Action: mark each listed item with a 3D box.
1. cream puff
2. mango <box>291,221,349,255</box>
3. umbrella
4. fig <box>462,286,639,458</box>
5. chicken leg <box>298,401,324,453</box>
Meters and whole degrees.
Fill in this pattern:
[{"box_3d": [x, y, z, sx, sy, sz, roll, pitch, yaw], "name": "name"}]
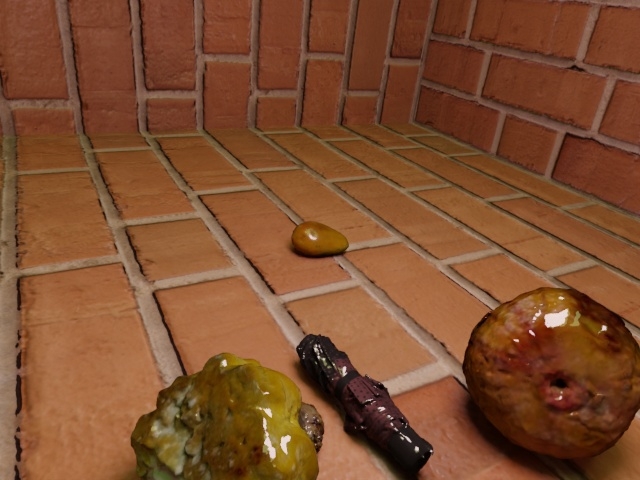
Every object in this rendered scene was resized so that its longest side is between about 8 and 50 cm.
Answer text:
[{"box_3d": [-0.123, 0.299, 0.655, 0.282, 0.185, 0.281, -14, 56, 22], "name": "cream puff"}, {"box_3d": [-0.004, -0.003, 1.352, 0.163, 0.089, 0.111, 1, 38, -32], "name": "mango"}, {"box_3d": [0.069, 0.274, 0.837, 0.094, 0.090, 0.326, -11, 33, -37], "name": "umbrella"}, {"box_3d": [0.405, 0.226, 0.894, 0.287, 0.285, 0.369, 11, -1, 8], "name": "fig"}, {"box_3d": [-0.057, 0.293, 0.807, 0.085, 0.068, 0.198, -33, 35, -18], "name": "chicken leg"}]
